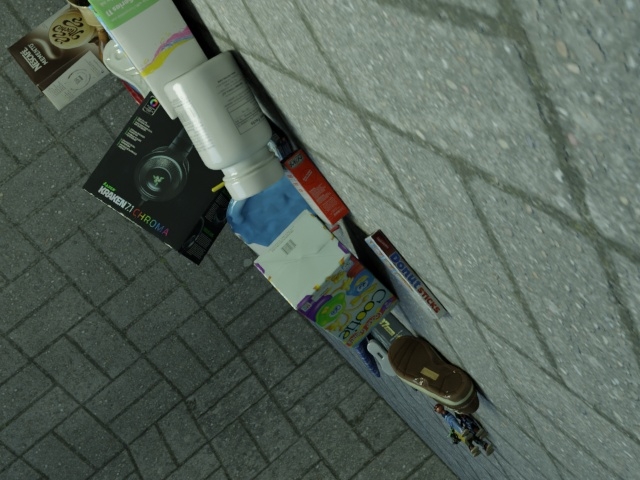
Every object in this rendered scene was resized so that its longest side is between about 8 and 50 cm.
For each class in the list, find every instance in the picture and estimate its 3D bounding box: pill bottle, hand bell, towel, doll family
[{"bbox_3d":[-0.157,-0.191,1.388,0.229,0.131,0.131,62,169,-15],"label":"pill bottle"},{"bbox_3d":[-0.518,-0.496,1.926,0.126,0.126,0.242,47,155,25],"label":"hand bell"},{"bbox_3d":[0.072,0.174,2.008,0.336,0.040,0.243,59,-170,-55],"label":"towel"},{"bbox_3d":[0.333,0.439,1.914,0.111,0.076,0.193,49,169,46],"label":"doll family"}]

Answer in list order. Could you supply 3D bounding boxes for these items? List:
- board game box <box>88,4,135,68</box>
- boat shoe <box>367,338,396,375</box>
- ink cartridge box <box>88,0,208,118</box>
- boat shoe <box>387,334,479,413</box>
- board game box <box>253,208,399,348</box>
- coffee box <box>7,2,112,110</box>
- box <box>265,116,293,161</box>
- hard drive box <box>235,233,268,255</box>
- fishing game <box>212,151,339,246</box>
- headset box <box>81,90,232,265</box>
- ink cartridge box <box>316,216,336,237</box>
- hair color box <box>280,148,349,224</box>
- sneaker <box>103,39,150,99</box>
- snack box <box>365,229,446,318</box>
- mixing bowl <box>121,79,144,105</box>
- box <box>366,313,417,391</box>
[{"bbox_3d":[-0.365,-0.424,1.645,0.211,0.039,0.160,56,-153,-33],"label":"board game box"},{"bbox_3d":[0.146,0.270,1.894,0.100,0.035,0.035,47,-163,-5],"label":"boat shoe"},{"bbox_3d":[-0.298,-0.365,1.461,0.207,0.119,0.353,54,177,43],"label":"ink cartridge box"},{"bbox_3d":[0.231,0.284,1.676,0.095,0.095,0.257,48,174,-31],"label":"boat shoe"},{"bbox_3d":[0.020,0.082,1.577,0.142,0.144,0.275,45,-178,32],"label":"board game box"},{"bbox_3d":[-0.609,-0.493,2.058,0.168,0.297,0.119,46,172,25],"label":"coffee box"},{"bbox_3d":[-0.100,-0.200,1.524,0.137,0.027,0.094,46,170,30],"label":"box"},{"bbox_3d":[-0.130,-0.044,1.817,0.181,0.089,0.232,39,165,23],"label":"hard drive box"},{"bbox_3d":[-0.090,-0.060,1.576,0.264,0.189,0.041,41,-158,-42],"label":"fishing game"},{"bbox_3d":[-0.274,-0.140,1.606,0.246,0.283,0.131,33,173,15],"label":"headset box"},{"bbox_3d":[0.000,0.000,1.842,0.179,0.045,0.145,51,173,17],"label":"ink cartridge box"},{"bbox_3d":[-0.014,-0.095,1.459,0.141,0.043,0.072,51,173,-12],"label":"hair color box"},{"bbox_3d":[-0.358,-0.367,1.979,0.322,0.130,0.236,37,-173,12],"label":"sneaker"},{"bbox_3d":[0.142,0.058,1.370,0.178,0.022,0.064,50,173,0],"label":"snack box"},{"bbox_3d":[-0.508,-0.449,2.438,0.181,0.098,0.181,49,173,8],"label":"mixing bowl"},{"bbox_3d":[0.169,0.240,1.940,0.183,0.059,0.233,45,170,36],"label":"box"}]
